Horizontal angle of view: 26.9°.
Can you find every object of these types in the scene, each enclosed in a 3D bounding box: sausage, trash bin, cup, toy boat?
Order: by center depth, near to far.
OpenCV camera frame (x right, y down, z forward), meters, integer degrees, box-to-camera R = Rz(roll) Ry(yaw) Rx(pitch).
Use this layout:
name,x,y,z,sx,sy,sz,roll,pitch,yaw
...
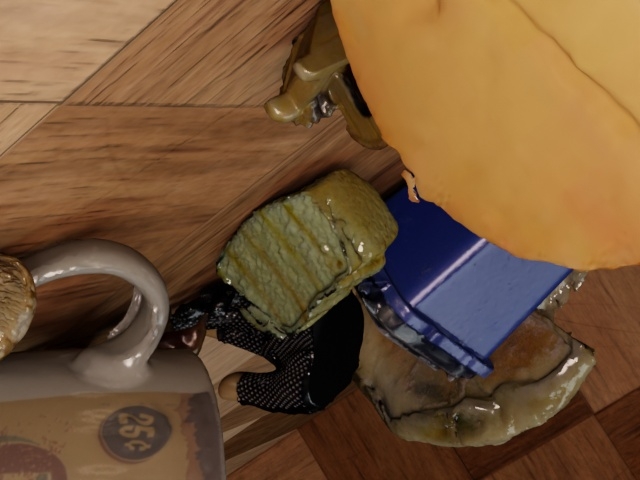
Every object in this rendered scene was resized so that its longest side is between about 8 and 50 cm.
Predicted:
name,x,y,z,sx,sy,sz,roll,pitch,yaw
sausage,0.180,-0.137,0.580,0.287,0.233,0.233,-24,167,-40
toy boat,0.071,-0.114,0.764,0.226,0.088,0.068,-24,167,-30
cup,-0.202,0.139,0.856,0.257,0.227,0.301,5,109,-24
trash bin,0.142,-0.007,1.229,0.234,0.162,0.184,-42,133,13

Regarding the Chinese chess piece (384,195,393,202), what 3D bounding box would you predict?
name,x,y,z,sx,sy,sz,roll,pitch,yaw
Chinese chess piece,0.074,-0.020,1.352,0.084,0.034,0.084,-31,168,-8

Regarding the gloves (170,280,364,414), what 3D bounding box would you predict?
name,x,y,z,sx,sy,sz,roll,pitch,yaw
gloves,-0.054,0.079,1.209,0.106,0.181,0.129,-42,132,-31

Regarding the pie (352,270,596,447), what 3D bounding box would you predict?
name,x,y,z,sx,sy,sz,roll,pitch,yaw
pie,0.161,0.057,1.369,0.337,0.337,0.075,-35,130,19

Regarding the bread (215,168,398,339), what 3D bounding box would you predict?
name,x,y,z,sx,sy,sz,roll,pitch,yaw
bread,-0.002,0.001,1.092,0.110,0.103,0.156,-38,-178,-43

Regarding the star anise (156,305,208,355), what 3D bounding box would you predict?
name,x,y,z,sx,sy,sz,roll,pitch,yaw
star anise,-0.182,0.124,1.106,0.196,0.111,0.212,-9,-167,-6

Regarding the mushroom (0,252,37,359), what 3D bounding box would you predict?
name,x,y,z,sx,sy,sz,roll,pitch,yaw
mushroom,-0.223,0.031,0.666,0.084,0.071,0.209,-4,174,17
